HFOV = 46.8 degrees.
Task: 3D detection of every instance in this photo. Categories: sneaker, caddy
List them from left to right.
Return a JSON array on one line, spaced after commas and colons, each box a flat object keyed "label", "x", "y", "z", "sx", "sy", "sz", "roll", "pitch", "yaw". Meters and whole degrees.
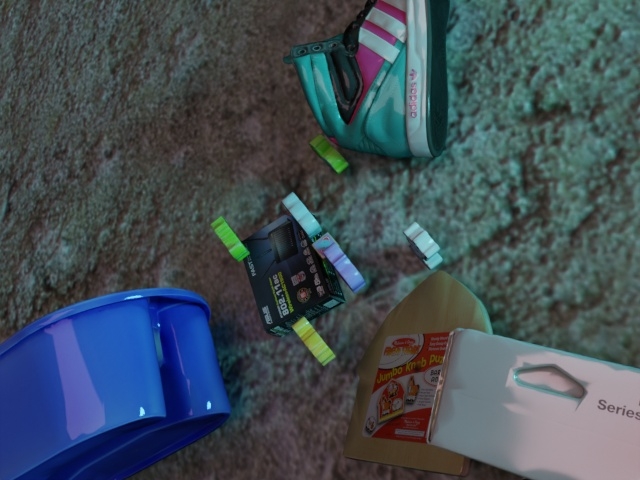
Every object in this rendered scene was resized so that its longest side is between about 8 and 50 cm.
[{"label": "caddy", "x": -0.267, "y": 0.168, "z": 0.837, "sx": 0.341, "sy": 0.241, "sz": 0.179, "roll": -31, "pitch": 68, "yaw": 21}, {"label": "sneaker", "x": 0.049, "y": -0.229, "z": 0.830, "sx": 0.178, "sy": 0.124, "sz": 0.296, "roll": -2, "pitch": 75, "yaw": 22}]

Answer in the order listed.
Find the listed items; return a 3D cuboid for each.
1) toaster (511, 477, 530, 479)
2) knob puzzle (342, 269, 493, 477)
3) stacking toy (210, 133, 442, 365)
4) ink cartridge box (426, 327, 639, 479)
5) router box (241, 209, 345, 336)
[{"label": "toaster", "x": 0.172, "y": 0.279, "z": 0.566, "sx": 0.110, "sy": 0.168, "sz": 0.186, "roll": -28, "pitch": 61, "yaw": 26}, {"label": "knob puzzle", "x": 0.104, "y": 0.122, "z": 0.711, "sx": 0.213, "sy": 0.030, "sz": 0.213, "roll": -42, "pitch": 33, "yaw": 36}, {"label": "stacking toy", "x": 0.000, "y": 0.000, "z": 0.789, "sx": 0.167, "sy": 0.052, "sz": 0.221, "roll": -40, "pitch": 63, "yaw": -4}, {"label": "ink cartridge box", "x": 0.198, "y": 0.134, "z": 0.563, "sx": 0.154, "sy": 0.212, "sz": 0.093, "roll": 10, "pitch": 81, "yaw": 34}, {"label": "router box", "x": -0.035, "y": 0.035, "z": 0.847, "sx": 0.092, "sy": 0.038, "sz": 0.123, "roll": -31, "pitch": 61, "yaw": 21}]
